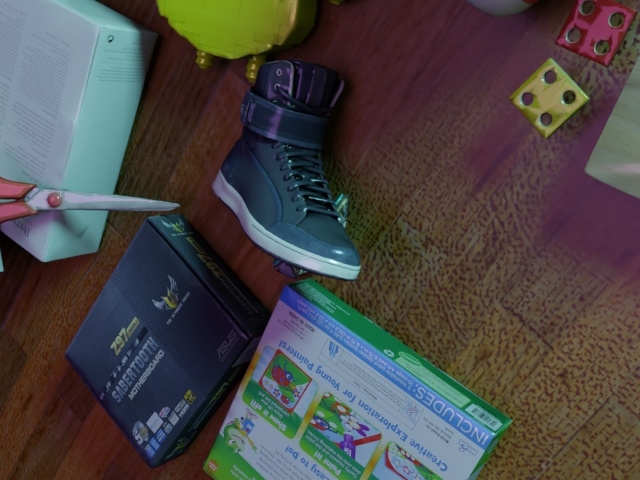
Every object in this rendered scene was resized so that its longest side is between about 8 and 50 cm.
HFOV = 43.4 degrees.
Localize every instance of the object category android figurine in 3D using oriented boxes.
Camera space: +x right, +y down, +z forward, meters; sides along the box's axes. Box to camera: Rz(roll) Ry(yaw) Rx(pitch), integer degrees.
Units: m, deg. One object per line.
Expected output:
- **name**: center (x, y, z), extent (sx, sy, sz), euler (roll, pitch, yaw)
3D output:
- **android figurine**: center (-0.073, -0.293, 0.779), extent (0.248, 0.056, 0.272), euler (17, 112, 22)

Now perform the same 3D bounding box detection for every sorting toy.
- **sorting toy**: center (0.285, -0.088, 0.608), extent (0.275, 0.046, 0.132), euler (30, 111, 25)

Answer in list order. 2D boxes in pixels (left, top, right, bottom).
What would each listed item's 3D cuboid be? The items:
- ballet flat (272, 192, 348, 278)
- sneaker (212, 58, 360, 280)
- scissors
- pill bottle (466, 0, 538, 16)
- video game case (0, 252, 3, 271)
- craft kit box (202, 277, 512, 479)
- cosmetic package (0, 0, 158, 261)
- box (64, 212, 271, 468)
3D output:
- **ballet flat**: center (0.000, 0.000, 0.804), extent (0.114, 0.041, 0.041), euler (-44, 73, 28)
- **sneaker**: center (-0.014, -0.075, 0.740), extent (0.226, 0.086, 0.163), euler (43, 113, 45)
- **scissors**: center (-0.307, -0.054, 0.872), extent (0.297, 0.021, 0.109), euler (-11, 95, 6)
- **pill bottle**: center (0.210, -0.311, 0.547), extent (0.323, 0.181, 0.181), euler (-29, 81, 30)
- **video game case**: center (-0.510, -0.076, 0.982), extent (0.270, 0.061, 0.244), euler (0, 99, 33)
- **craft kit box**: center (0.023, 0.207, 0.803), extent (0.250, 0.061, 0.246), euler (35, 110, 23)
- **cosmetic package**: center (-0.392, -0.189, 0.979), extent (0.377, 0.097, 0.284), euler (32, 111, 24)
- **box**: center (-0.176, 0.114, 0.908), extent (0.183, 0.059, 0.232), euler (47, 117, 19)
